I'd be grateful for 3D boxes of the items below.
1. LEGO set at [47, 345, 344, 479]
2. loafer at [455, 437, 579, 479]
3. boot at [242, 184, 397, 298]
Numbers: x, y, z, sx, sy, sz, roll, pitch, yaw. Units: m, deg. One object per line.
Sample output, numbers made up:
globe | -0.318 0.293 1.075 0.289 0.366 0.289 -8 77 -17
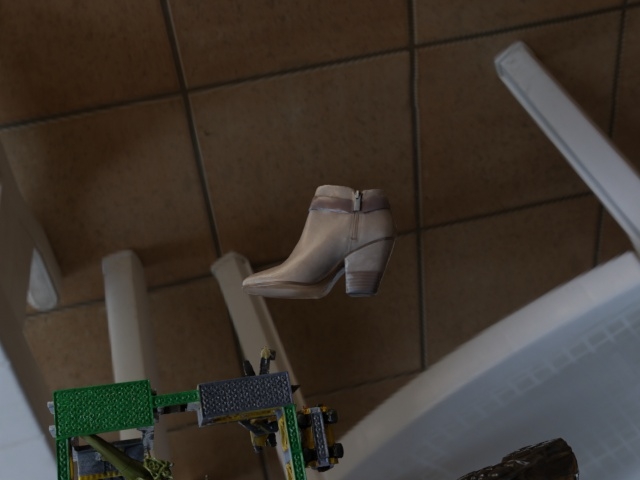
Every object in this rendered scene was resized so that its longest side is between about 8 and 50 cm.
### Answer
LEGO set | -0.149 0.262 0.936 0.331 0.254 0.192 -13 162 -16
loafer | 0.168 0.229 0.755 0.076 0.078 0.223 -29 163 36
boot | 0.000 0.000 0.680 0.119 0.087 0.042 1 164 4
